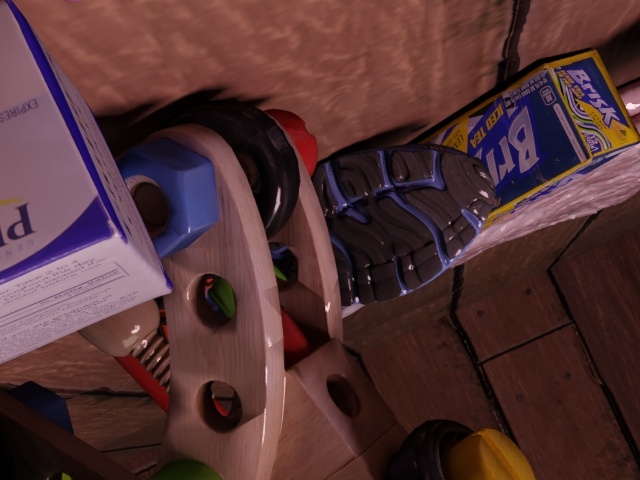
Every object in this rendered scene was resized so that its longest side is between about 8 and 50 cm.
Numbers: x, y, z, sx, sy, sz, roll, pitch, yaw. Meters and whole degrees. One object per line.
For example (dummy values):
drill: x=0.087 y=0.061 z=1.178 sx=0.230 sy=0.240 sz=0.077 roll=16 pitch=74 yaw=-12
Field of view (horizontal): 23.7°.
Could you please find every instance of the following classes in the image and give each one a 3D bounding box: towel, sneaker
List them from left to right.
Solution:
sneaker: x=0.000 y=0.000 z=0.844 sx=0.221 sy=0.083 sz=0.087 roll=-22 pitch=-172 yaw=30
towel: x=0.136 y=-0.026 z=1.135 sx=0.317 sy=0.053 sz=0.332 roll=-24 pitch=173 yaw=-5

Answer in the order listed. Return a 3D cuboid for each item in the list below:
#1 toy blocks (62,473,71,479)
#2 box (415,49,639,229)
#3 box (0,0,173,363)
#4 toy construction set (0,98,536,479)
toy blocks: x=-0.365 y=0.238 z=1.023 sx=0.381 sy=0.190 sz=0.261 roll=-32 pitch=-172 yaw=-19
box: x=0.092 y=-0.041 z=0.850 sx=0.054 sy=0.059 sz=0.169 roll=-20 pitch=172 yaw=-45
box: x=-0.118 y=0.001 z=0.429 sx=0.126 sy=0.072 sz=0.137 roll=-24 pitch=173 yaw=-3
toy construction set: x=-0.035 y=0.106 z=0.638 sx=0.257 sy=0.237 sz=0.309 roll=-44 pitch=176 yaw=4
